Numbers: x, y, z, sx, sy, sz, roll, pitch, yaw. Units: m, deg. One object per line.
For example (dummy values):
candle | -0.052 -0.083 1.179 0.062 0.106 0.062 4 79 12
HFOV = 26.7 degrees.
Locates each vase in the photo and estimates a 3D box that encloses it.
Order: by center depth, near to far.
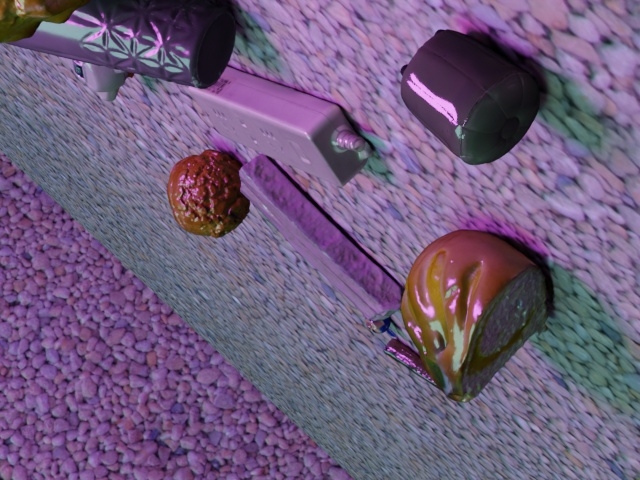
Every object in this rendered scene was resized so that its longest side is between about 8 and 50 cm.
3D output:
vase | -0.248 -0.276 1.626 0.300 0.156 0.251 21 -159 19

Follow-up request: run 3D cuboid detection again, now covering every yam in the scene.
yam | 0.157 0.196 2.103 0.129 0.033 0.027 33 135 24

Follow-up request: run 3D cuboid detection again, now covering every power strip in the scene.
power strip | -0.050 -0.145 1.665 0.338 0.058 0.098 25 155 50

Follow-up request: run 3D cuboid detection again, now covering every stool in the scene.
stool | 0.129 -0.126 1.178 0.110 0.096 0.096 43 166 30

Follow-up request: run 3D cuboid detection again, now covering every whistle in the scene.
whistle | -0.314 -0.274 1.936 0.253 0.105 0.102 100 154 -64

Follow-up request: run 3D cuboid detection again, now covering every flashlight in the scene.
flashlight | 0.075 0.106 2.052 0.057 0.035 0.121 31 161 44

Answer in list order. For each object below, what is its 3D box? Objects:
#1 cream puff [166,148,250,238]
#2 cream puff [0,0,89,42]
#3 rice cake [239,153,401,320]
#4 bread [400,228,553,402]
cream puff | -0.163 -0.071 2.042 0.103 0.126 0.144 6 150 43
cream puff | -0.345 -0.359 1.471 0.282 0.282 0.185 40 172 17
rice cake | -0.001 -0.001 1.940 0.298 0.050 0.106 44 164 1
bread | 0.159 0.081 1.537 0.156 0.158 0.261 40 163 30
